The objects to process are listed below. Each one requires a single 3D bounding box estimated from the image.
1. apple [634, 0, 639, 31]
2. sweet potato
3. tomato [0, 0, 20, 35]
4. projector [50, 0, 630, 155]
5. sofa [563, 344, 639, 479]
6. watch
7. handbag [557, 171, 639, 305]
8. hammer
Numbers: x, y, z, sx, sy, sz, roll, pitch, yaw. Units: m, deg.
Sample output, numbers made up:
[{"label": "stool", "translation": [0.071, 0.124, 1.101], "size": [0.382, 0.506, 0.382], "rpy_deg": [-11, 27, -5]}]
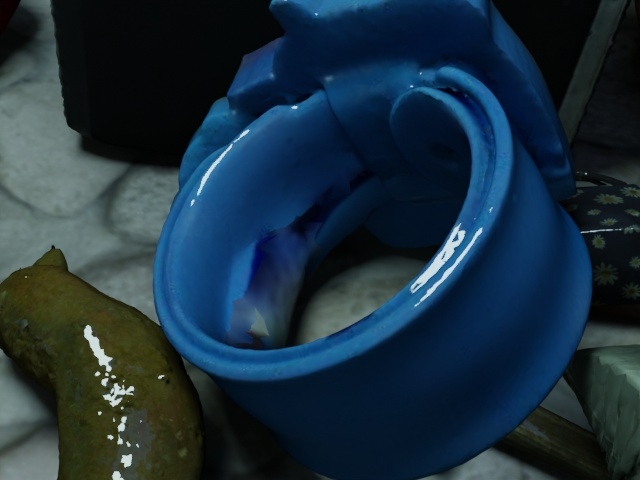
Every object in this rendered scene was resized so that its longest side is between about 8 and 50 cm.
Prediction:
[{"label": "apple", "translation": [0.411, -0.232, 0.918], "size": [0.286, 0.233, 0.286], "rpy_deg": [4, 47, -5]}, {"label": "sweet potato", "translation": [-0.133, 0.109, 0.643], "size": [0.124, 0.098, 0.310], "rpy_deg": [-20, 53, 3]}, {"label": "tomato", "translation": [-0.321, -0.223, 0.862], "size": [0.187, 0.151, 0.187], "rpy_deg": [-7, 75, 27]}, {"label": "projector", "translation": [0.012, -0.260, 0.781], "size": [0.405, 0.395, 0.242], "rpy_deg": [3, 51, -4]}, {"label": "sofa", "translation": [0.255, 0.169, 0.607], "size": [0.210, 0.176, 0.225], "rpy_deg": [-6, 92, -2]}, {"label": "watch", "translation": [0.000, 0.000, 0.676], "size": [0.305, 0.241, 0.274], "rpy_deg": [-13, 48, 32]}, {"label": "handbag", "translation": [0.198, -0.012, 0.809], "size": [0.115, 0.072, 0.139], "rpy_deg": [-5, 31, 14]}, {"label": "hammer", "translation": [0.223, 0.161, 0.687], "size": [0.365, 0.043, 0.111], "rpy_deg": [26, 50, 11]}]
